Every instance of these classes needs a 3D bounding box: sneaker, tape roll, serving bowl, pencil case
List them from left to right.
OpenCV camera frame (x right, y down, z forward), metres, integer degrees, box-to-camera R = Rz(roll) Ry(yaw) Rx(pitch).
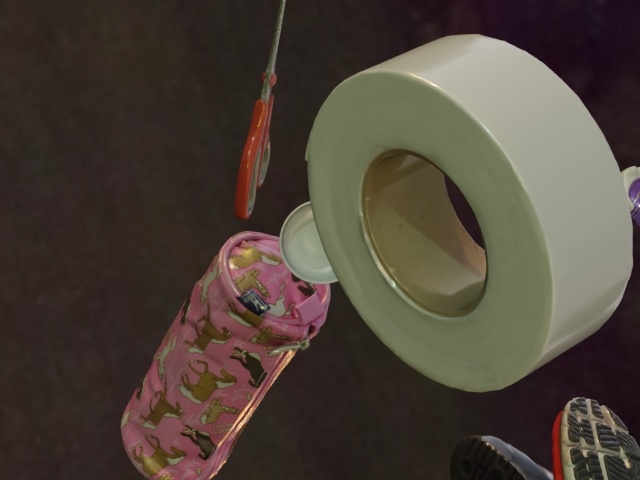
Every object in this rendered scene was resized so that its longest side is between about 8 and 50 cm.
[{"bbox_3d":[-0.135,0.168,2.057,0.160,0.386,0.167,21,38,-17],"label":"pencil case"},{"bbox_3d":[0.000,0.000,1.498,0.027,0.083,0.083,-131,-160,-81],"label":"serving bowl"},{"bbox_3d":[0.116,-0.023,1.262,0.286,0.100,0.286,33,-43,37],"label":"tape roll"},{"bbox_3d":[0.230,0.273,1.383,0.107,0.118,0.279,24,51,-28],"label":"sneaker"},{"bbox_3d":[0.280,0.322,1.664,0.131,0.112,0.319,-15,51,-46],"label":"sneaker"},{"bbox_3d":[0.361,-0.029,1.610,0.170,0.068,0.071,1,45,-47],"label":"sneaker"}]

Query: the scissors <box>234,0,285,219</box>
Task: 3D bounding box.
[{"bbox_3d":[-0.062,-0.160,1.723,0.109,0.021,0.297,-65,169,-54],"label":"scissors"}]
